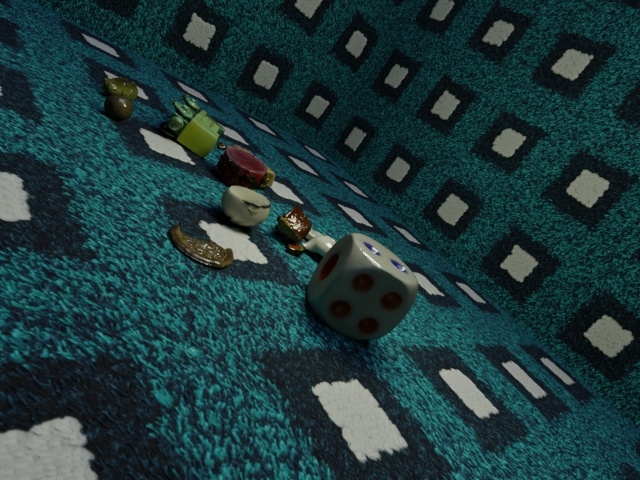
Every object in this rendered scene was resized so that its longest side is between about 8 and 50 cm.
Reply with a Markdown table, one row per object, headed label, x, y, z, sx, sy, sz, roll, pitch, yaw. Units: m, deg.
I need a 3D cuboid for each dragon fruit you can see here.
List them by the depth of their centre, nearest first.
| label | x | y | z | sx | sy | sz | roll | pitch | yaw |
| --- | --- | --- | --- | --- | --- | --- | --- | --- | --- |
| dragon fruit | -0.351 | -0.300 | 1.834 | 0.282 | 0.147 | 0.211 | 34 | 26 | 8 |

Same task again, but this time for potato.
| label | x | y | z | sx | sy | sz | roll | pitch | yaw |
| --- | --- | --- | --- | --- | --- | --- | --- | --- | --- |
| potato | -0.887 | -0.673 | 1.879 | 0.117 | 0.090 | 0.225 | 32 | 16 | -10 |

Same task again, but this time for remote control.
| label | x | y | z | sx | sy | sz | roll | pitch | yaw |
| --- | --- | --- | --- | --- | --- | --- | --- | --- | --- |
| remote control | -0.001 | 0.001 | 1.805 | 0.230 | 0.049 | 0.090 | 35 | 14 | 5 |

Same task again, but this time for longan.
| label | x | y | z | sx | sy | sz | roll | pitch | yaw |
| --- | --- | --- | --- | --- | --- | --- | --- | --- | --- |
| longan | -0.790 | -0.518 | 1.652 | 0.119 | 0.106 | 0.106 | -4 | -9 | 36 |

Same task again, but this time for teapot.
| label | x | y | z | sx | sy | sz | roll | pitch | yaw |
| --- | --- | --- | --- | --- | --- | --- | --- | --- | --- |
| teapot | 0.032 | 0.041 | 1.685 | 0.226 | 0.092 | 0.145 | 36 | 1 | -20 |

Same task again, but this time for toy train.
| label | x | y | z | sx | sy | sz | roll | pitch | yaw |
| --- | --- | --- | --- | --- | --- | --- | --- | --- | --- |
| toy train | -0.588 | -0.531 | 1.970 | 0.253 | 0.160 | 0.397 | 36 | 16 | -20 |

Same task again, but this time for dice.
| label | x | y | z | sx | sy | sz | roll | pitch | yaw |
| --- | --- | --- | --- | --- | --- | --- | --- | --- | --- |
| dice | 0.125 | 0.144 | 1.313 | 0.251 | 0.259 | 0.243 | 32 | 20 | -15 |

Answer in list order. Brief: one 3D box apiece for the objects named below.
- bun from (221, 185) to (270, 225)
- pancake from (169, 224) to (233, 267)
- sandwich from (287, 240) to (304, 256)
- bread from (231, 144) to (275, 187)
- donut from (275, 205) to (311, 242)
| label | x | y | z | sx | sy | sz | roll | pitch | yaw |
| --- | --- | --- | --- | --- | --- | --- | --- | --- | --- |
| bun | -0.268 | -0.110 | 1.482 | 0.173 | 0.119 | 0.172 | 24 | 18 | -9 |
| pancake | -0.329 | 0.017 | 1.198 | 0.184 | 0.020 | 0.191 | 43 | 19 | 29 |
| sandwich | -0.095 | 0.032 | 1.590 | 0.070 | 0.026 | 0.101 | 28 | 15 | -9 |
| bread | -0.335 | -0.347 | 2.013 | 0.241 | 0.107 | 0.136 | 41 | 15 | 18 |
| donut | -0.096 | -0.063 | 1.648 | 0.126 | 0.144 | 0.187 | 51 | -19 | -3 |
